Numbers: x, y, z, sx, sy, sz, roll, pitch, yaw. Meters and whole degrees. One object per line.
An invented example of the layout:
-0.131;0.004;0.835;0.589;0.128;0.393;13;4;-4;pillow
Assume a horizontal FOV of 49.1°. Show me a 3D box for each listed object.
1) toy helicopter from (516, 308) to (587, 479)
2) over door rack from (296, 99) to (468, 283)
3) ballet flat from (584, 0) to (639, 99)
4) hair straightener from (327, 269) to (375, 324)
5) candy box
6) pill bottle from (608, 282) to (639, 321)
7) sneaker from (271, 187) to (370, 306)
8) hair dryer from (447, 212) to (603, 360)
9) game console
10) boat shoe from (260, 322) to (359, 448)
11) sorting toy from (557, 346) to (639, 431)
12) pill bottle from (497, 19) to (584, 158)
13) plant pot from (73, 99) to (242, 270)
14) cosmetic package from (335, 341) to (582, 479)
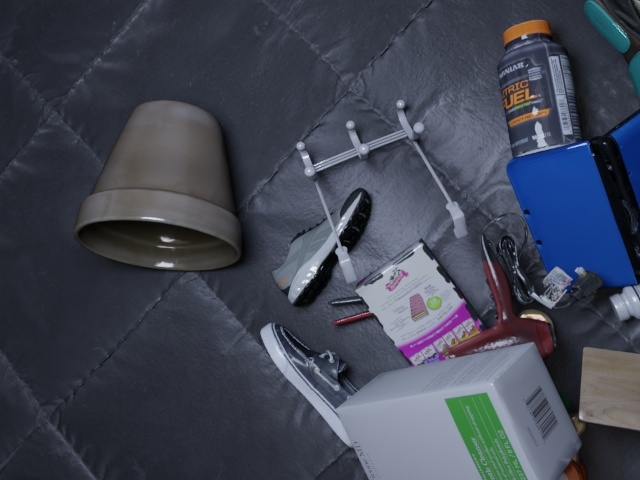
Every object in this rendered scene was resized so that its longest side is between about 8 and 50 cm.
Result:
0.368;0.303;1.296;0.234;0.140;0.355;1;76;24;toy helicopter
0.104;-0.112;1.307;0.239;0.108;0.324;-22;55;2;over door rack
0.591;-0.351;1.271;0.096;0.095;0.281;-27;80;0;ballet flat
0.122;0.100;1.395;0.230;0.047;0.089;-16;83;14;hair straightener
0.197;0.136;1.333;0.159;0.071;0.233;-35;95;11;candy box
0.587;0.102;1.258;0.120;0.067;0.067;-24;81;13;pill bottle
0.000;0.000;1.410;0.108;0.100;0.272;40;96;23;sneaker
0.335;0.120;1.265;0.223;0.080;0.294;37;90;21;hair dryer
0.516;-0.074;1.244;0.250;0.173;0.293;-34;111;-16;game console
0.008;0.266;1.388;0.102;0.108;0.301;-43;80;9;boat shoe
0.522;0.261;1.196;0.274;0.046;0.132;5;62;18;sorting toy
0.401;-0.276;1.297;0.130;0.130;0.246;-10;84;15;pill bottle
-0.310;-0.114;1.416;0.322;0.323;0.281;-3;70;15;plant pot
0.224;0.317;1.202;0.365;0.155;0.197;-26;91;46;cosmetic package
